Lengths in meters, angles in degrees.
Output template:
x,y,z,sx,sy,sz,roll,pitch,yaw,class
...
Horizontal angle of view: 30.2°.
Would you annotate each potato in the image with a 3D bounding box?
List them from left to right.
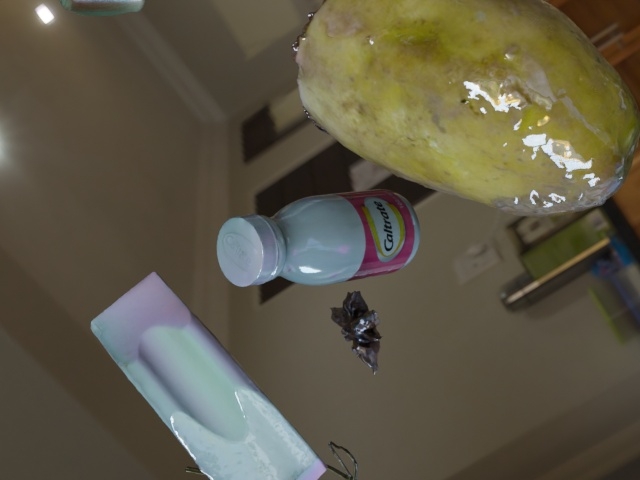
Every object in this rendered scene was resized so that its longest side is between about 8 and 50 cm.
x,y,z,sx,sy,sz,roll,pitch,yaw,class
0.147,-0.121,1.027,0.266,0.229,0.229,38,-179,31,potato

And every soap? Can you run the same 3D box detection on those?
x,y,z,sx,sy,sz,roll,pitch,yaw,class
-0.127,0.182,1.349,0.324,0.109,0.193,46,172,29,soap

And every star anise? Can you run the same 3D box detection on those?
x,y,z,sx,sy,sz,roll,pitch,yaw,class
0.051,0.128,1.799,0.129,0.056,0.124,40,141,51,star anise

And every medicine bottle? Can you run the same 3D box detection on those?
x,y,z,sx,sy,sz,roll,pitch,yaw,class
0.000,0.000,1.183,0.217,0.090,0.090,-8,-118,-45,medicine bottle

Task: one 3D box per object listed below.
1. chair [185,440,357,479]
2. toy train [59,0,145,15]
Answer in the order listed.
x,y,z,sx,sy,sz,roll,pitch,yaw,class
-0.076,0.424,1.997,0.326,0.170,0.159,-4,104,56,chair
-0.341,-0.425,1.759,0.326,0.129,0.159,-130,40,-57,toy train
